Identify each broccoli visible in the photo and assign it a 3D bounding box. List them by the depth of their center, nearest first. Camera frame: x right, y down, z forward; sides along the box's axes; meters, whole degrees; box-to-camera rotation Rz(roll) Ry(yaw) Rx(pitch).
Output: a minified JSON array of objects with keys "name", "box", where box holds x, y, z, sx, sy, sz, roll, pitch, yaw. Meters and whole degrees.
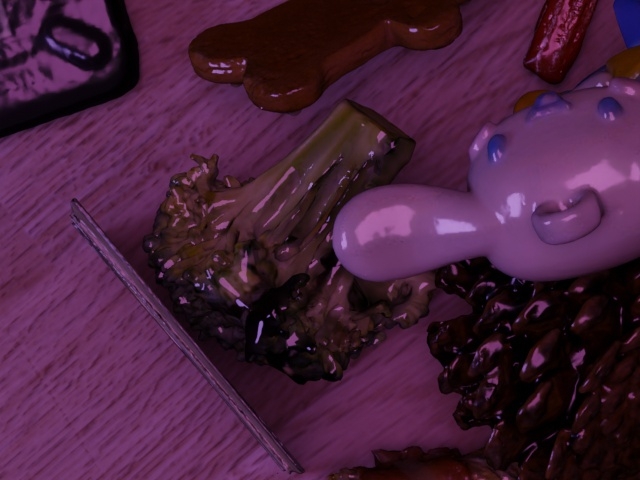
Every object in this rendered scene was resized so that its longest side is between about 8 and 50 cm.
[{"name":"broccoli","box":[0.000,0.000,1.670,0.263,0.247,0.243,27,111,-13]}]

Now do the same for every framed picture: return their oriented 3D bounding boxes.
[{"name":"framed picture","box":[-0.116,0.094,1.692,0.019,0.232,0.296,-40,85,-5]}]

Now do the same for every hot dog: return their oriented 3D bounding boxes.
[{"name":"hot dog","box":[0.101,0.254,1.737,0.213,0.103,0.146,-4,67,-4]}]

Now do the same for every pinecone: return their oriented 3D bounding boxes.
[{"name":"pinecone","box":[0.216,0.096,1.666,0.243,0.243,0.257,-24,46,5]}]

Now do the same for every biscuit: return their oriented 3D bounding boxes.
[{"name":"biscuit","box":[0.045,-0.197,1.713,0.301,0.197,0.049,-31,128,-17]}]

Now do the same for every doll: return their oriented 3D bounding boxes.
[{"name":"doll","box":[0.236,-0.084,1.566,0.376,0.365,0.187,7,114,23]}]

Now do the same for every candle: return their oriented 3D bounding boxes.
[{"name":"candle","box":[0.259,-0.297,1.750,0.051,0.048,0.329,24,92,33]}]

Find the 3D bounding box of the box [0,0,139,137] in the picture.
[{"name":"box","box":[-0.335,-0.235,1.798,0.289,0.073,0.290,-18,87,5]}]
